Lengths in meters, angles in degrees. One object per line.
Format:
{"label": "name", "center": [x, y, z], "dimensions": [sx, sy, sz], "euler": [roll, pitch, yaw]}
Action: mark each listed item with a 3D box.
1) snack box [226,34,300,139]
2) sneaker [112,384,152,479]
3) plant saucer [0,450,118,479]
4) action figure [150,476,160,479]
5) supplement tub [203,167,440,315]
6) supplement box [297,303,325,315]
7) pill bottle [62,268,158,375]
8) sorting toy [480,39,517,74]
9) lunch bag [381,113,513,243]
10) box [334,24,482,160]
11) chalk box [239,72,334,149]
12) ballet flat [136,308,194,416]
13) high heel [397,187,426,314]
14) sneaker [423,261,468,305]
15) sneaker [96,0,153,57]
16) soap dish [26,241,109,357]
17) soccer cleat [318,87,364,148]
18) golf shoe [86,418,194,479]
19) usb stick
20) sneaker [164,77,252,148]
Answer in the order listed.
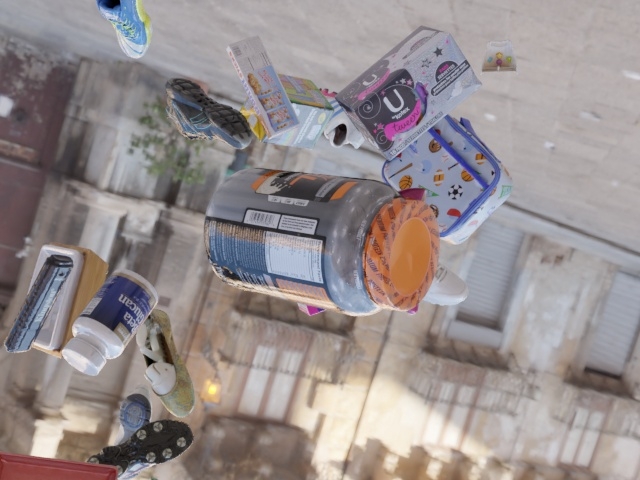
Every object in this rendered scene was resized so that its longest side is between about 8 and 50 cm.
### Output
{"label": "snack box", "center": [-0.101, -0.274, 1.382], "dimensions": [0.064, 0.178, 0.022], "euler": [-26, -178, -26]}
{"label": "sneaker", "center": [-0.530, 0.550, 2.215], "dimensions": [0.110, 0.297, 0.129], "euler": [18, -164, -5]}
{"label": "plant saucer", "center": [-0.577, 0.588, 1.620], "dimensions": [0.258, 0.259, 0.047], "euler": [11, 166, -13]}
{"label": "action figure", "center": [-0.286, 0.518, 1.520], "dimensions": [0.137, 0.063, 0.232], "euler": [49, 151, 3]}
{"label": "supplement tub", "center": [0.000, 0.000, 1.124], "dimensions": [0.315, 0.194, 0.193], "euler": [10, 178, 36]}
{"label": "supplement box", "center": [-0.026, 0.077, 2.080], "dimensions": [0.111, 0.220, 0.114], "euler": [-21, -169, -14]}
{"label": "pill bottle", "center": [-0.354, 0.138, 1.299], "dimensions": [0.094, 0.169, 0.094], "euler": [19, 144, 15]}
{"label": "sorting toy", "center": [0.407, -0.420, 1.760], "dimensions": [0.083, 0.075, 0.045], "euler": [2, -144, 14]}
{"label": "lunch bag", "center": [0.291, -0.160, 1.815], "dimensions": [0.115, 0.243, 0.303], "euler": [18, -151, -49]}
{"label": "box", "center": [0.177, -0.311, 1.605], "dimensions": [0.142, 0.247, 0.163], "euler": [49, -178, -24]}
{"label": "chalk box", "center": [-0.065, -0.320, 1.923], "dimensions": [0.213, 0.132, 0.132], "euler": [2, -138, -43]}
{"label": "ballet flat", "center": [-0.457, 0.341, 2.195], "dimensions": [0.123, 0.123, 0.349], "euler": [14, -138, -45]}
{"label": "high heel", "center": [0.185, 0.020, 1.535], "dimensions": [0.117, 0.244, 0.082], "euler": [-17, 174, 22]}
{"label": "sneaker", "center": [0.235, 0.065, 1.780], "dimensions": [0.235, 0.090, 0.095], "euler": [29, 148, 14]}
{"label": "sneaker", "center": [-0.408, -0.459, 1.563], "dimensions": [0.091, 0.240, 0.126], "euler": [19, -134, 12]}
{"label": "soap dish", "center": [-0.695, 0.159, 2.100], "dimensions": [0.228, 0.291, 0.118], "euler": [6, 171, 44]}
{"label": "soccer cleat", "center": [0.038, -0.339, 2.173], "dimensions": [0.116, 0.143, 0.331], "euler": [29, 179, -30]}
{"label": "golf shoe", "center": [-0.451, 0.526, 1.938], "dimensions": [0.272, 0.105, 0.120], "euler": [-19, 166, -13]}
{"label": "usb stick", "center": [-0.686, 0.156, 1.884], "dimensions": [0.045, 0.278, 0.077], "euler": [41, -163, 33]}
{"label": "sneaker", "center": [-0.265, -0.278, 1.811], "dimensions": [0.267, 0.106, 0.101], "euler": [39, -146, 24]}
